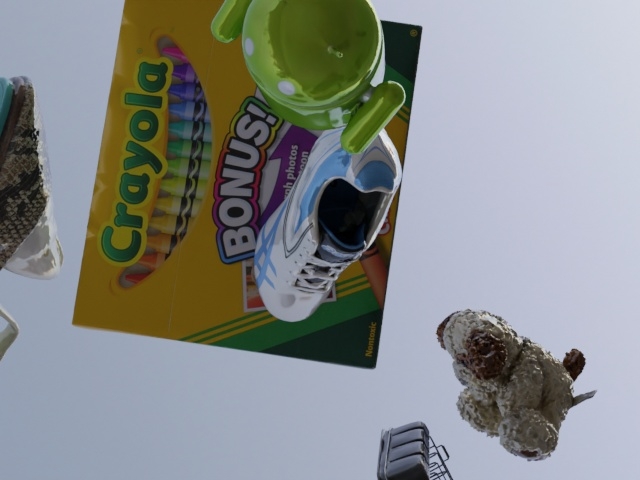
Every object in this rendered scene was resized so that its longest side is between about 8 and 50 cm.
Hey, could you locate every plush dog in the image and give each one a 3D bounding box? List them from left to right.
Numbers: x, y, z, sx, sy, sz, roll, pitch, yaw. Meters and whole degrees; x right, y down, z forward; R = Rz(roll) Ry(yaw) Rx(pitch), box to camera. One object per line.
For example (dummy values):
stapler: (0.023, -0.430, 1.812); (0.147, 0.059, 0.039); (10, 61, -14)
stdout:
plush dog: (0.292, 0.199, 1.761); (0.225, 0.262, 0.210); (43, -95, -15)

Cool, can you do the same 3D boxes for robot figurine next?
robot figurine: (-0.002, -0.092, 0.536); (0.101, 0.115, 0.067); (44, -91, 6)

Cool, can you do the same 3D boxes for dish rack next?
dish rack: (0.173, 0.393, 1.531); (0.271, 0.074, 0.208); (62, -169, -6)

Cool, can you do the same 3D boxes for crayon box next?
crayon box: (-0.073, -0.064, 1.169); (0.313, 0.106, 0.363); (8, -96, 0)

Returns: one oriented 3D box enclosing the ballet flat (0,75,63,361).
ballet flat: (-0.403, 0.049, 1.224); (0.182, 0.164, 0.483); (31, -83, -34)

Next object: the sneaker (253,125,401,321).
sneaker: (0.000, 0.000, 0.932); (0.085, 0.237, 0.086); (9, -133, -17)
